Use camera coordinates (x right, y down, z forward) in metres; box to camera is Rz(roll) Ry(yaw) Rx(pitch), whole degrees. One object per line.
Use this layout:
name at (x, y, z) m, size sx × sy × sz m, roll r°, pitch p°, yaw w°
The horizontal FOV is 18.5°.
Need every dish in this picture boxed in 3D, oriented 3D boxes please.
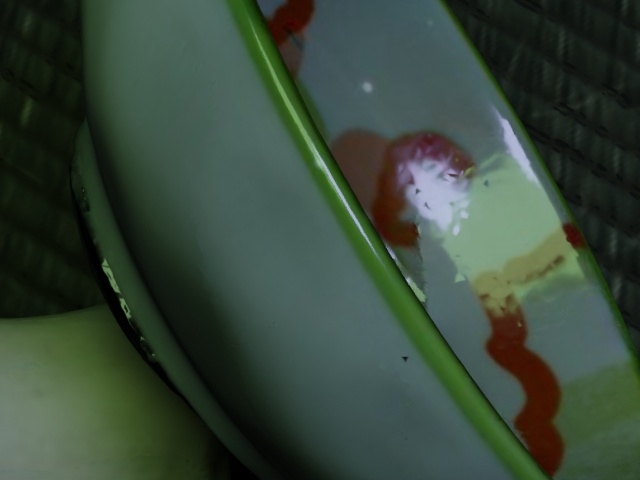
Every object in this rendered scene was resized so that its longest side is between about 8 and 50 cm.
dish at (0.000, 0.000, 0.730) m, size 0.124 × 0.324 × 0.324 m, roll -30°, pitch 58°, yaw 17°

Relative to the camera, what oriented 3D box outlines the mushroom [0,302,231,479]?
mushroom at (-0.185, 0.071, 0.693) m, size 0.336 × 0.314 × 0.314 m, roll -4°, pitch 55°, yaw -28°
